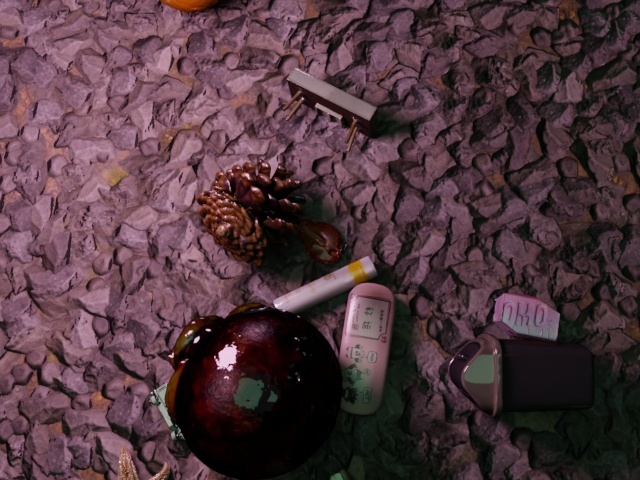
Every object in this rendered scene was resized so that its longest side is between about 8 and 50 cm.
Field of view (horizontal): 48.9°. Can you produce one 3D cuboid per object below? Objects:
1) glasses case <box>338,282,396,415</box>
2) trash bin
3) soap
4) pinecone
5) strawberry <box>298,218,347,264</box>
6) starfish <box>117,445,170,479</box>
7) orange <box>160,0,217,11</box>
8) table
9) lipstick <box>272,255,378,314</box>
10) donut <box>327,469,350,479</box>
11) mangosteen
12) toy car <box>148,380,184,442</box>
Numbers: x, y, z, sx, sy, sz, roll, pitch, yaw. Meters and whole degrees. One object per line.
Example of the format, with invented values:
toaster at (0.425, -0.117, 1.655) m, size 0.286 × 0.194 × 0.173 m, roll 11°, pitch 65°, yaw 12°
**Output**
glasses case at (0.107, 0.258, 1.688) m, size 0.122 × 0.075 × 0.314 m, roll 9°, pitch 78°, yaw 4°
trash bin at (0.445, 0.303, 1.585) m, size 0.290 × 0.209 × 0.182 m, roll 1°, pitch 84°, yaw 0°
soap at (0.490, 0.182, 1.683) m, size 0.149 × 0.056 × 0.100 m, roll 12°, pitch 76°, yaw 7°
pinecone at (-0.150, -0.077, 1.704) m, size 0.264 × 0.264 × 0.264 m, roll -1°, pitch 78°, yaw 5°
strawberry at (0.000, 0.000, 1.770) m, size 0.152 × 0.048 × 0.104 m, roll 35°, pitch 79°, yaw 8°
starfish at (-0.459, 0.606, 1.669) m, size 0.238 × 0.071 × 0.216 m, roll -28°, pitch 82°, yaw -8°
orange at (-0.356, -0.737, 1.861) m, size 0.310 × 0.274 × 0.274 m, roll 8°, pitch 74°, yaw 51°
table at (0.015, -0.324, 1.801) m, size 0.240 × 0.121 × 0.111 m, roll 28°, pitch 82°, yaw 11°
lipstick at (0.012, 0.118, 1.736) m, size 0.264 × 0.059 × 0.059 m, roll -25°, pitch 77°, yaw 0°
donut at (-0.001, 0.605, 1.627) m, size 0.166 × 0.065 × 0.108 m, roll -20°, pitch 77°, yaw -1°
mangosteen at (-0.144, 0.326, 1.570) m, size 0.381 × 0.421 × 0.381 m, roll -6°, pitch 104°, yaw -27°
toy car at (-0.351, 0.414, 1.705) m, size 0.073 × 0.054 × 0.143 m, roll -34°, pitch 81°, yaw -2°
